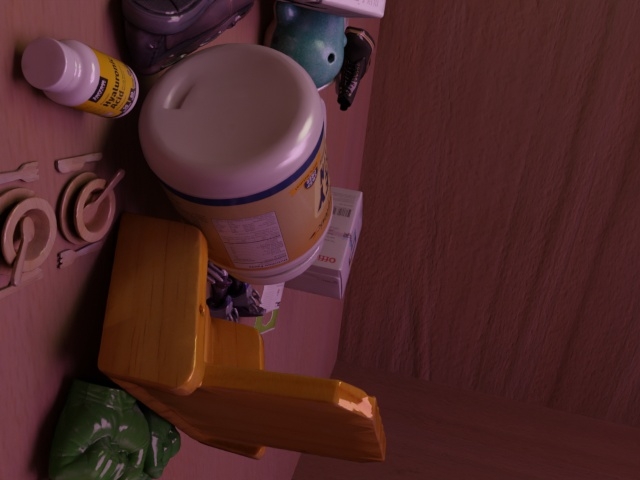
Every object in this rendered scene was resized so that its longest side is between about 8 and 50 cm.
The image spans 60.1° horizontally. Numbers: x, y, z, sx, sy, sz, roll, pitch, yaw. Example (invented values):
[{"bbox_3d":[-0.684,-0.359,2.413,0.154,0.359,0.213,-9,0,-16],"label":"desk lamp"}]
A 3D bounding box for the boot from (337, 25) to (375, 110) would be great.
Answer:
[{"bbox_3d":[0.077,-0.413,1.349,0.198,0.076,0.137,51,58,-74],"label":"boot"}]

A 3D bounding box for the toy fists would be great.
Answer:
[{"bbox_3d":[-0.269,0.272,0.765,0.279,0.096,0.142,67,36,-74],"label":"toy fists"}]

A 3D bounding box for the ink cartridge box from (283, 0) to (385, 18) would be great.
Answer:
[{"bbox_3d":[-0.006,-0.517,0.970,0.272,0.114,0.197,-6,110,-41],"label":"ink cartridge box"}]

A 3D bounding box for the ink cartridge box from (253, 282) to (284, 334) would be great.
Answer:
[{"bbox_3d":[-0.142,0.075,1.245,0.189,0.097,0.255,16,86,-80],"label":"ink cartridge box"}]

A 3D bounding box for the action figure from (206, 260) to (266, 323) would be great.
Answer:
[{"bbox_3d":[-0.175,0.045,1.037,0.185,0.099,0.285,-53,149,-47],"label":"action figure"}]

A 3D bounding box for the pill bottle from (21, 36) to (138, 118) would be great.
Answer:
[{"bbox_3d":[-0.241,-0.164,0.560,0.116,0.065,0.065,-15,115,-78],"label":"pill bottle"}]

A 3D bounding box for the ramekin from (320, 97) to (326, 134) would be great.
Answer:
[{"bbox_3d":[-0.069,-0.189,1.189,0.277,0.135,0.277,7,90,-85],"label":"ramekin"}]

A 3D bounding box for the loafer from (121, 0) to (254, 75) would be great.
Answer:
[{"bbox_3d":[-0.169,-0.320,0.754,0.302,0.109,0.095,-59,177,-47],"label":"loafer"}]

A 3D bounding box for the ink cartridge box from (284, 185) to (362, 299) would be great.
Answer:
[{"bbox_3d":[0.000,0.000,1.640,0.197,0.198,0.270,84,21,-59],"label":"ink cartridge box"}]

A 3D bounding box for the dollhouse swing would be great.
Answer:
[{"bbox_3d":[-0.082,0.144,0.784,0.347,0.304,0.315,73,9,-55],"label":"dollhouse swing"}]

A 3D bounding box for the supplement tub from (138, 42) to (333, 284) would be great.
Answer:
[{"bbox_3d":[-0.099,-0.086,0.786,0.316,0.228,0.228,81,23,-62],"label":"supplement tub"}]

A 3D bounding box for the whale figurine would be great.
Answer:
[{"bbox_3d":[-0.002,-0.443,1.142,0.216,0.141,0.272,11,111,-50],"label":"whale figurine"}]

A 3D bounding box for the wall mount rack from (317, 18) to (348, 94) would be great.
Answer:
[{"bbox_3d":[-0.010,-0.484,1.334,0.350,0.130,0.304,88,13,-49],"label":"wall mount rack"}]

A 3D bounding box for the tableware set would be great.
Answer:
[{"bbox_3d":[-0.274,-0.021,0.592,0.194,0.039,0.128,-51,149,-69],"label":"tableware set"}]
